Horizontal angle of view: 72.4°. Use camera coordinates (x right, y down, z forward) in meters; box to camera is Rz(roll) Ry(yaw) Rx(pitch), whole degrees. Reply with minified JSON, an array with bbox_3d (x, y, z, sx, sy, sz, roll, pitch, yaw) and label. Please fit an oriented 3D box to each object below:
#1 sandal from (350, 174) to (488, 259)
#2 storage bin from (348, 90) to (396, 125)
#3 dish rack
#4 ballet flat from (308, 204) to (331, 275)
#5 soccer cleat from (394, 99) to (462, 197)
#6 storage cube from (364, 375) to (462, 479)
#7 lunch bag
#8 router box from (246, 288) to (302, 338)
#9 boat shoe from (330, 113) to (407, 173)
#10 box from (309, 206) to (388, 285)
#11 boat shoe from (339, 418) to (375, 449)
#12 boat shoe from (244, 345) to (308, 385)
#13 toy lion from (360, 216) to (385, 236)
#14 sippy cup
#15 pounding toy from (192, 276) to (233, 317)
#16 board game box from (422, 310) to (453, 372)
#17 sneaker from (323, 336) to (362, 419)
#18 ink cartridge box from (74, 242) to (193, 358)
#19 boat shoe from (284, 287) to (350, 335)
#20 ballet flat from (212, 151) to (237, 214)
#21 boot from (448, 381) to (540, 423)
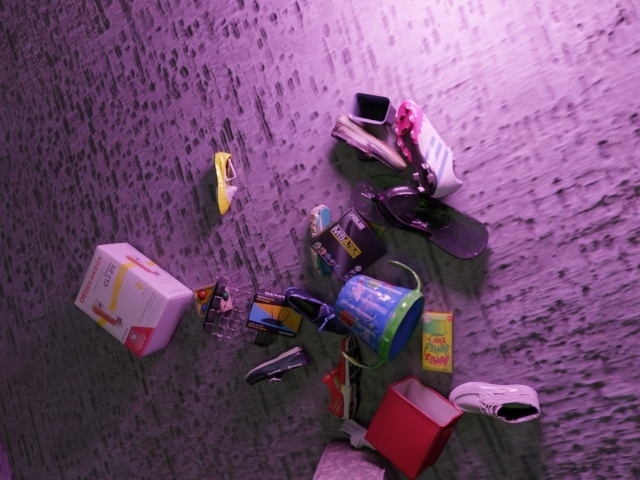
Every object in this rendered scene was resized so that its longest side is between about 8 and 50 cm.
[{"bbox_3d":[0.299,-0.089,1.339,0.445,0.107,0.168,24,88,15],"label":"sandal"},{"bbox_3d":[0.174,-0.413,1.383,0.135,0.091,0.099,20,99,29],"label":"storage bin"},{"bbox_3d":[-0.270,0.265,1.564,0.271,0.074,0.209,18,99,-14],"label":"dish rack"},{"bbox_3d":[0.000,0.000,1.491,0.077,0.091,0.241,-1,88,50],"label":"ballet flat"},{"bbox_3d":[0.331,-0.280,1.345,0.143,0.116,0.332,-6,70,-23],"label":"soccer cleat"},{"bbox_3d":[0.281,0.560,1.328,0.214,0.183,0.193,30,102,34],"label":"storage cube"},{"bbox_3d":[0.112,0.756,1.364,0.234,0.287,0.169,-9,89,19],"label":"lunch bag"},{"bbox_3d":[-0.156,0.256,1.522,0.178,0.046,0.134,15,98,-14],"label":"router box"},{"bbox_3d":[0.150,-0.295,1.406,0.285,0.102,0.092,42,110,17],"label":"boat shoe"},{"bbox_3d":[0.091,0.019,1.418,0.184,0.045,0.191,-38,102,10],"label":"box"},{"bbox_3d":[0.123,0.640,1.421,0.184,0.063,0.066,14,141,55],"label":"boat shoe"},{"bbox_3d":[-0.155,0.462,1.553,0.254,0.095,0.079,-30,71,10],"label":"boat shoe"},{"bbox_3d":[0.159,-0.044,1.449,0.100,0.034,0.096,41,112,13],"label":"toy lion"},{"bbox_3d":[0.173,0.224,1.364,0.223,0.305,0.240,27,142,27],"label":"sippy cup"},{"bbox_3d":[-0.398,0.207,1.622,0.141,0.100,0.130,-16,87,20],"label":"pounding toy"},{"bbox_3d":[0.370,0.318,1.379,0.092,0.043,0.182,0,92,20],"label":"board game box"},{"bbox_3d":[0.066,0.459,1.468,0.118,0.107,0.280,5,92,29],"label":"sneaker"},{"bbox_3d":[-0.736,0.225,1.713,0.384,0.160,0.280,32,102,16],"label":"ink cartridge box"},{"bbox_3d":[-0.012,0.253,1.460,0.258,0.089,0.109,24,95,-3],"label":"boat shoe"},{"bbox_3d":[-0.347,-0.210,1.604,0.077,0.077,0.231,-5,89,3],"label":"ballet flat"},{"bbox_3d":[0.509,0.481,1.293,0.257,0.123,0.095,-12,88,20],"label":"boot"}]
